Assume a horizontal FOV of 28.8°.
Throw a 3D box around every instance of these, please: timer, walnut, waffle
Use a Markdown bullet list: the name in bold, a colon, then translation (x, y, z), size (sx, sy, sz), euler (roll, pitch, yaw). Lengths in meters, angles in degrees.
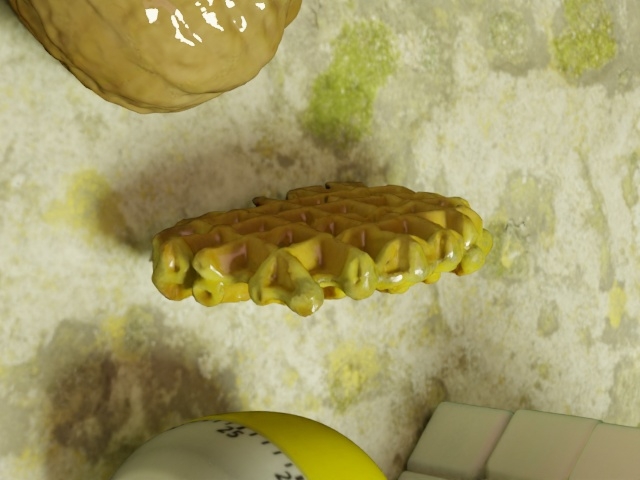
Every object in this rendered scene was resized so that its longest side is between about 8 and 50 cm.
- **timer**: translation (-0.021, 0.258, 0.991), size (0.285, 0.285, 0.285), euler (1, 89, -35)
- **walnut**: translation (-0.136, -0.225, 0.942), size (0.257, 0.257, 0.224), euler (55, 30, -22)
- **waffle**: translation (0.001, -0.001, 1.045), size (0.309, 0.283, 0.065), euler (-47, 134, -75)

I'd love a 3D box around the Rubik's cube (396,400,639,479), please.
- **Rubik's cube**: translation (0.229, 0.367, 1.123), size (0.322, 0.316, 0.319), euler (44, 65, -28)
